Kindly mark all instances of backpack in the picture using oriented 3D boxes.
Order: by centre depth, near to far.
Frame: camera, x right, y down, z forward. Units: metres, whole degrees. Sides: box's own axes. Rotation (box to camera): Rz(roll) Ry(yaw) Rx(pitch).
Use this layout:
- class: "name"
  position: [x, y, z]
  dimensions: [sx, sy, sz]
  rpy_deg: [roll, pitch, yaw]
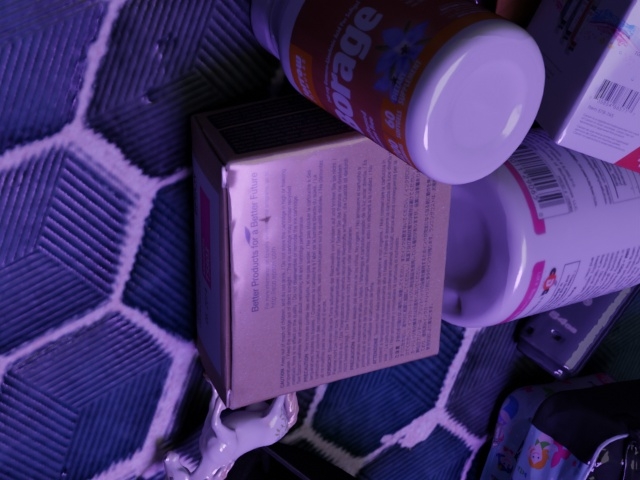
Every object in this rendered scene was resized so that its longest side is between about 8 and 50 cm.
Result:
- class: "backpack"
  position: [0.280, 0.268, 1.655]
  dimensions: [0.225, 0.191, 0.254]
  rpy_deg: [-6, 114, -37]

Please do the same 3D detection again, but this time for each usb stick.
- class: "usb stick"
  position: [0.300, 0.013, 1.592]
  dimensions: [0.278, 0.077, 0.045]
  rpy_deg: [-54, 175, 1]

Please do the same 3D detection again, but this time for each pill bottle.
- class: "pill bottle"
  position: [0.047, -0.136, 1.144]
  dimensions: [0.121, 0.216, 0.121]
  rpy_deg: [-23, 130, -30]
- class: "pill bottle"
  position: [0.219, -0.025, 1.421]
  dimensions: [0.283, 0.160, 0.160]
  rpy_deg: [-11, 124, -37]

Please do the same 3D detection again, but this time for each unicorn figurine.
- class: "unicorn figurine"
  position: [-0.077, 0.159, 1.346]
  dimensions: [0.161, 0.060, 0.111]
  rpy_deg: [-11, 115, -29]

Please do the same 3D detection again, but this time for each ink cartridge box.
- class: "ink cartridge box"
  position: [0.000, 0.000, 1.261]
  dimensions: [0.193, 0.088, 0.235]
  rpy_deg: [-12, 127, -19]
- class: "ink cartridge box"
  position: [0.257, -0.162, 1.288]
  dimensions: [0.128, 0.127, 0.176]
  rpy_deg: [18, 114, -26]

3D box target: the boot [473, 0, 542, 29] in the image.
- class: "boot"
  position: [0.273, -0.187, 1.411]
  dimensions: [0.280, 0.096, 0.264]
  rpy_deg: [-35, 136, -19]

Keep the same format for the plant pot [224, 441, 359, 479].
- class: "plant pot"
  position: [0.003, 0.300, 1.438]
  dimensions: [0.167, 0.188, 0.187]
  rpy_deg: [9, 110, -57]
